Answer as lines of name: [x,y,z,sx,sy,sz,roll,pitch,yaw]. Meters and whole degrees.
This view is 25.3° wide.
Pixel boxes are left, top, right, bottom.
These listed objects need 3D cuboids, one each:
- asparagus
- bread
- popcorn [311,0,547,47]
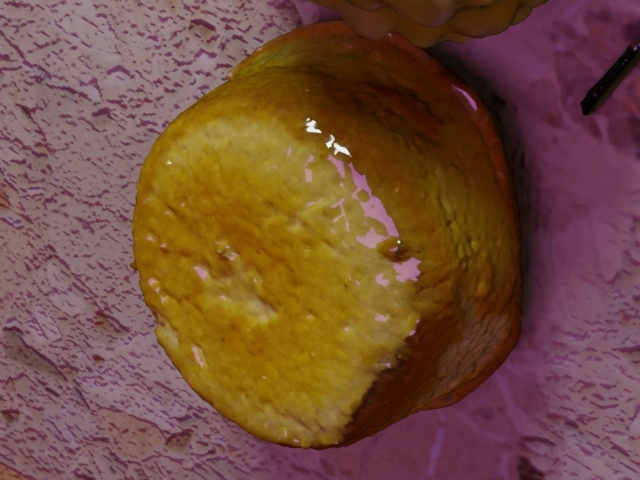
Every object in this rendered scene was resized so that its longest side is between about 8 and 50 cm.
asparagus: [0.194,-0.124,0.776,0.166,0.016,0.013,-49,42,38]
bread: [0.000,0.000,0.875,0.268,0.145,0.268,15,118,29]
popcorn: [0.030,-0.220,0.711,0.259,0.259,0.212,44,113,6]
